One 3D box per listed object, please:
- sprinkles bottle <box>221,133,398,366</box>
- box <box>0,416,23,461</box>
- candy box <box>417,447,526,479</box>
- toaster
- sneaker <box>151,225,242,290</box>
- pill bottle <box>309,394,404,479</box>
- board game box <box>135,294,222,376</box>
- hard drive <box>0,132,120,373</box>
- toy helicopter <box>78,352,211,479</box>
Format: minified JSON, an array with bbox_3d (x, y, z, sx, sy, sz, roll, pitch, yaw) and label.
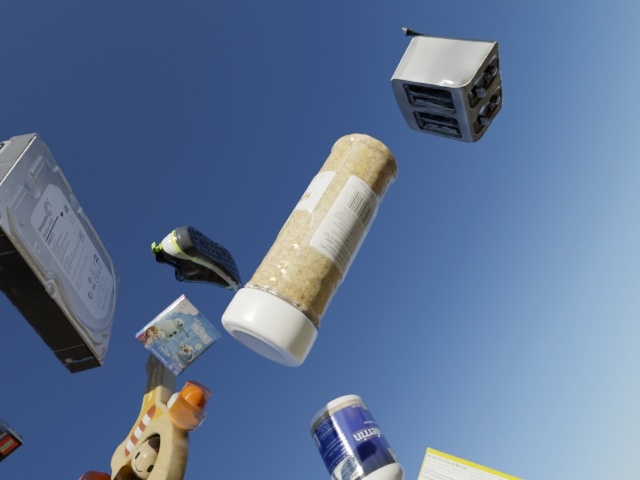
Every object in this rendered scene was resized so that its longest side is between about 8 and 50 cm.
[{"bbox_3d":[0.000,0.000,0.609,0.121,0.121,0.355,54,-126,-36],"label":"sprinkles bottle"},{"bbox_3d":[-0.453,0.262,0.490,0.137,0.027,0.094,-41,-63,-31],"label":"box"},{"bbox_3d":[0.163,0.272,0.382,0.027,0.206,0.105,41,-118,-18],"label":"candy box"},{"bbox_3d":[0.231,-0.284,0.767,0.110,0.185,0.168,-60,-33,-9],"label":"toaster"},{"bbox_3d":[-0.249,0.048,0.843,0.097,0.084,0.235,-29,-37,6],"label":"sneaker"},{"bbox_3d":[0.093,0.504,0.935,0.153,0.265,0.153,-18,-45,-19],"label":"pill bottle"},{"bbox_3d":[-0.215,0.146,0.634,0.090,0.020,0.090,-42,-69,-15],"label":"board game box"},{"bbox_3d":[-0.439,0.025,0.687,0.064,0.237,0.339,-14,-52,-7],"label":"hard drive"},{"bbox_3d":[-0.263,0.281,0.680,0.140,0.355,0.235,34,-72,-29],"label":"toy helicopter"}]
